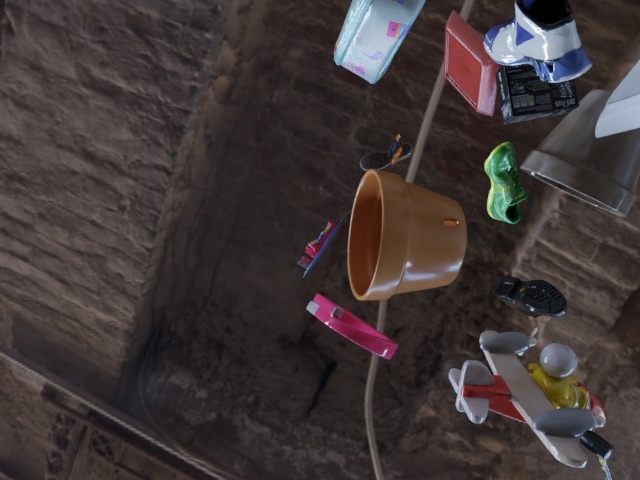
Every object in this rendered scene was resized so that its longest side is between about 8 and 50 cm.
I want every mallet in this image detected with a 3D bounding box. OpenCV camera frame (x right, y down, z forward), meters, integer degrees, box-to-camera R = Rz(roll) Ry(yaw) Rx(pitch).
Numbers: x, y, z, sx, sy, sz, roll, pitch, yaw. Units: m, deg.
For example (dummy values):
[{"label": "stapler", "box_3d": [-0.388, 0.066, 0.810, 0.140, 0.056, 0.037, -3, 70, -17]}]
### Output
[{"label": "mallet", "box_3d": [0.627, 0.490, 1.125, 0.189, 0.039, 0.062, 55, 170, -26]}]

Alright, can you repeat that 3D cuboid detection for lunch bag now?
[{"label": "lunch bag", "box_3d": [0.126, -0.431, 0.869, 0.108, 0.224, 0.279, 24, -114, -5]}]

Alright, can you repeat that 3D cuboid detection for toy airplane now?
[{"label": "toy airplane", "box_3d": [0.533, 0.368, 1.314, 0.386, 0.272, 0.384, 38, -158, 30]}]

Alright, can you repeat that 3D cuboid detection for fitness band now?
[{"label": "fitness band", "box_3d": [0.080, 0.214, 1.309, 0.209, 0.054, 0.291, 31, 177, -21]}]

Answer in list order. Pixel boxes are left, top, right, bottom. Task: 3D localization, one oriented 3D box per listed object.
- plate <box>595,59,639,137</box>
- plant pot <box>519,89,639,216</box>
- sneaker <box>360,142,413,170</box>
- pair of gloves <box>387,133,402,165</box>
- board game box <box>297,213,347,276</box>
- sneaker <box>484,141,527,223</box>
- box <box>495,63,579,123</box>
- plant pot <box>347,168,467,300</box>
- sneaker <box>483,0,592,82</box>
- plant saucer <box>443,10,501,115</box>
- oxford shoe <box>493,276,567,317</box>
[{"label": "plate", "box_3d": [0.603, -0.309, 0.868, 0.045, 0.277, 0.278, 38, -173, 0]}, {"label": "plant pot", "box_3d": [0.790, -0.261, 1.469, 0.323, 0.280, 0.323, 26, -167, -6]}, {"label": "sneaker", "box_3d": [0.234, -0.282, 1.788, 0.188, 0.066, 0.071, -15, 171, 20]}, {"label": "pair of gloves", "box_3d": [0.218, -0.261, 1.487, 0.010, 0.074, 0.083, 25, 171, 25]}, {"label": "board game box", "box_3d": [0.000, 0.000, 1.097, 0.033, 0.133, 0.168, 34, -150, 3]}, {"label": "sneaker", "box_3d": [0.585, -0.175, 1.585, 0.109, 0.295, 0.123, -33, -138, -14]}, {"label": "box", "box_3d": [0.581, -0.407, 1.382, 0.180, 0.147, 0.077, -10, 178, 1]}, {"label": "plant pot", "box_3d": [0.192, -0.006, 1.155, 0.204, 0.290, 0.291, 4, -153, -10]}, {"label": "sneaker", "box_3d": [0.486, -0.491, 1.161, 0.127, 0.182, 0.315, -26, -147, 1]}, {"label": "plant saucer", "box_3d": [0.469, -0.552, 1.640, 0.258, 0.048, 0.259, 61, 176, 30]}, {"label": "oxford shoe", "box_3d": [0.535, 0.150, 1.269, 0.096, 0.083, 0.227, 42, 176, -15]}]
